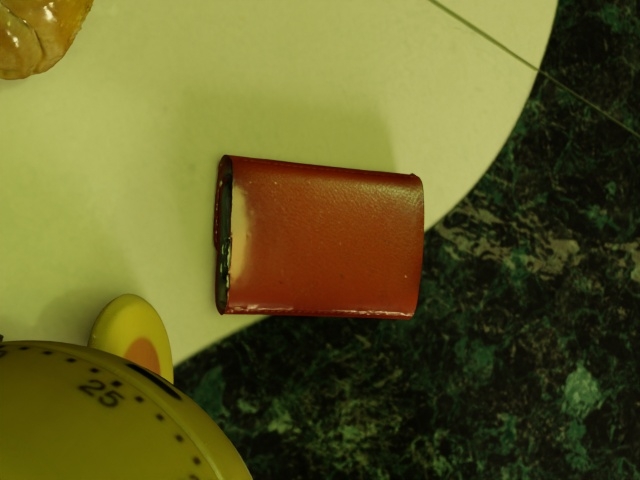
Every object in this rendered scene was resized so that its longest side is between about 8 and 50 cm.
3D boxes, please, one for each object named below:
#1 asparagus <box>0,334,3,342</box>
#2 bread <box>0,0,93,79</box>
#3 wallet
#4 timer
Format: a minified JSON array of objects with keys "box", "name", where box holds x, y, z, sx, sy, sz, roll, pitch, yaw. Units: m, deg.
[{"box":[-0.365,0.080,0.779,0.249,0.025,0.024,3,65,-27],"name":"asparagus"},{"box":[-0.285,-0.313,0.748,0.328,0.148,0.337,27,78,-26],"name":"bread"},{"box":[0.000,0.000,0.961,0.204,0.045,0.142,4,87,-29],"name":"wallet"},{"box":[-0.179,0.232,0.732,0.387,0.376,0.376,-2,92,-71],"name":"timer"}]
